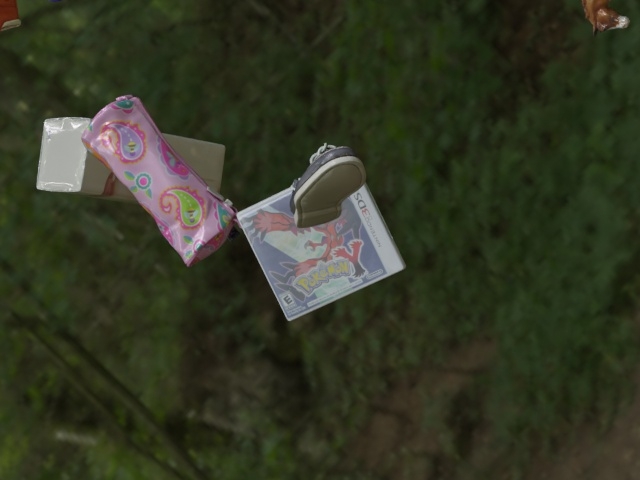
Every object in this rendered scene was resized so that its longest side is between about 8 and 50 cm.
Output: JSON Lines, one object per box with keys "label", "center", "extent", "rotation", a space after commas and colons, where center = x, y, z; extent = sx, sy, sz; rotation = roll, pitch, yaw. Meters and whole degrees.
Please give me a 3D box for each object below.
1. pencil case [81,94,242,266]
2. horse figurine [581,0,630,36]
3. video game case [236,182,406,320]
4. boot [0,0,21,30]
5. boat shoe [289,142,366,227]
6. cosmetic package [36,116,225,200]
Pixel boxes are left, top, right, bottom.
{"label": "pencil case", "center": [-0.246, -0.095, 2.137], "extent": [0.124, 0.284, 0.124], "rotation": [-42, -1, -1]}
{"label": "horse figurine", "center": [0.366, -0.380, 1.763], "extent": [0.174, 0.263, 0.066], "rotation": [-2, 53, 50]}
{"label": "video game case", "center": [0.000, 0.000, 2.046], "extent": [0.201, 0.183, 0.023], "rotation": [-25, 3, 16]}
{"label": "boot", "center": [-0.571, -0.381, 2.289], "extent": [0.059, 0.085, 0.158], "rotation": [-9, 9, 46]}
{"label": "boat shoe", "center": [-0.001, -0.070, 1.484], "extent": [0.075, 0.065, 0.206], "rotation": [-12, -14, -11]}
{"label": "cosmetic package", "center": [-0.332, -0.130, 2.419], "extent": [0.153, 0.296, 0.129], "rotation": [6, 88, 49]}
